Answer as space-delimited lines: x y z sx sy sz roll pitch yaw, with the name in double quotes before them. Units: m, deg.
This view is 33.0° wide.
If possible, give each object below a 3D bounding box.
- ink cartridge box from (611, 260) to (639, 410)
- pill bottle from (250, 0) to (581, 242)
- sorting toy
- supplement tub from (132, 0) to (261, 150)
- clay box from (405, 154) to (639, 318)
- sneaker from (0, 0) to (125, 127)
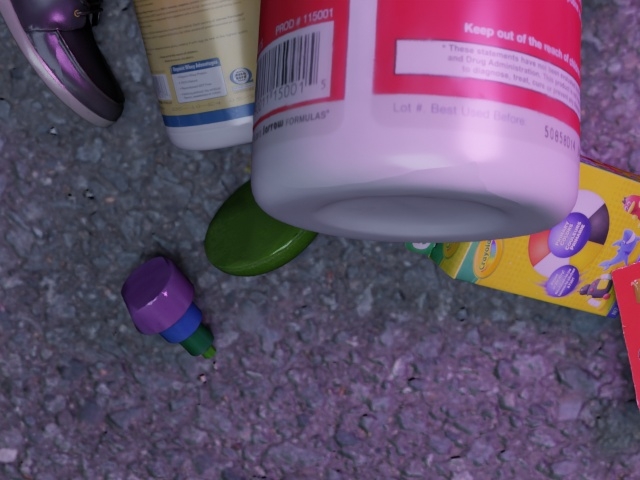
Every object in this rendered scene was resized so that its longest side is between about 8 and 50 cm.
"ink cartridge box" 0.386 0.078 0.963 0.224 0.056 0.181 -18 105 -10
"pill bottle" 0.073 -0.214 0.783 0.229 0.229 0.408 3 80 2
"sorting toy" 0.000 0.000 0.976 0.365 0.127 0.126 -33 124 9
"supplement tub" -0.078 -0.186 0.893 0.144 0.144 0.200 -11 105 6
"clay box" 0.190 -0.016 0.927 0.222 0.053 0.127 13 108 -31
"sneaker" -0.208 -0.213 0.925 0.118 0.083 0.222 -29 101 10
